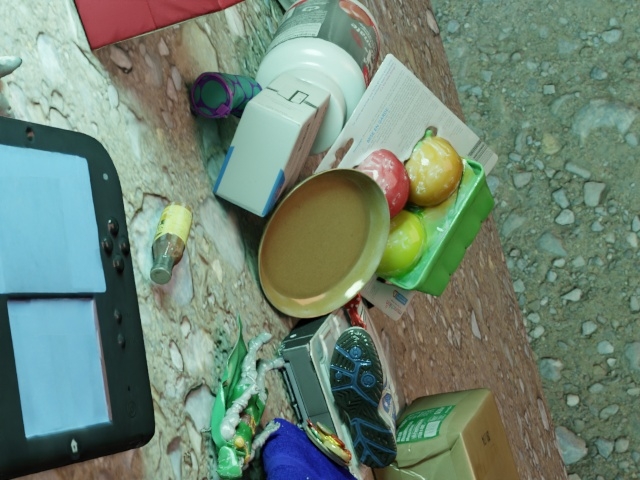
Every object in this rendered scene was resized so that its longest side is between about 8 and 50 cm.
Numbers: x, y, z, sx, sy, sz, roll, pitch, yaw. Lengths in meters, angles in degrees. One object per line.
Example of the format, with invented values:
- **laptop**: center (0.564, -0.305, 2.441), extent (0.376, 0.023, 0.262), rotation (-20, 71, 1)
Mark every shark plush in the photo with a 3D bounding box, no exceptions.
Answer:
- **shark plush**: center (-0.340, -0.145, 1.378), extent (0.161, 0.073, 0.067), rotation (-10, 102, -75)

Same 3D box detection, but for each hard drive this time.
- **hard drive**: center (0.034, 0.217, 2.225), extent (0.339, 0.064, 0.237), rotation (-44, 117, -69)

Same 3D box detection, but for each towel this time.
- **towel**: center (0.020, 0.341, 1.821), extent (0.228, 0.076, 0.308), rotation (49, 3, -11)

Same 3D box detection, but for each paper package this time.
- **paper package**: center (0.232, 0.435, 2.480), extent (0.325, 0.168, 0.310), rotation (-29, 102, -71)

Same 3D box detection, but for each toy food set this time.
- **toy food set**: center (0.012, 0.268, 1.922), extent (0.082, 0.020, 0.083), rotation (42, 3, 22)

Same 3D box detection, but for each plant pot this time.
- **plant pot**: center (0.000, 0.000, 2.121), extent (0.032, 0.236, 0.236), rotation (34, -18, 46)

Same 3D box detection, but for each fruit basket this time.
- **fruit basket**: center (0.109, -0.075, 2.284), extent (0.353, 0.165, 0.327), rotation (35, 84, -41)

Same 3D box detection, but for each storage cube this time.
- **storage cube**: center (-0.199, -0.360, 1.780), extent (0.215, 0.183, 0.193), rotation (-47, 121, -70)

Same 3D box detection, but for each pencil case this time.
- **pencil case**: center (-0.131, -0.202, 2.057), extent (0.070, 0.064, 0.151), rotation (63, 17, 3)

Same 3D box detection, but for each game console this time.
- **game console**: center (-0.276, 0.051, 1.419), extent (0.386, 0.060, 0.342), rotation (5, 71, -71)

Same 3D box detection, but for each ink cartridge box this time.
- **ink cartridge box**: center (-0.066, -0.140, 2.062), extent (0.203, 0.085, 0.148), rotation (-56, 170, -69)

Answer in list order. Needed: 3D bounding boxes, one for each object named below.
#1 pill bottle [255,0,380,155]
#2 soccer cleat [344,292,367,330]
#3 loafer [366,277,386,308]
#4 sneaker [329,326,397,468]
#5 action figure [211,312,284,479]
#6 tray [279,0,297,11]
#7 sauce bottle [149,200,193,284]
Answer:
- **pill bottle**: center (-0.007, -0.260, 2.297), extent (0.318, 0.176, 0.176), rotation (-73, 144, -58)
- **soccer cleat**: center (0.054, 0.105, 2.229), extent (0.035, 0.029, 0.083), rotation (-69, 144, -76)
- **loafer**: center (0.084, 0.044, 2.483), extent (0.220, 0.080, 0.078), rotation (-85, 153, -48)
- **sneaker**: center (0.062, 0.221, 2.096), extent (0.081, 0.080, 0.211), rotation (-68, 149, -71)
- **action figure**: center (-0.095, 0.218, 1.840), extent (0.232, 0.063, 0.137), rotation (-76, 150, -50)
- **tray**: center (-0.032, -0.419, 2.444), extent (0.270, 0.145, 0.030), rotation (49, 60, -54)
- **sauce bottle**: center (-0.184, 0.003, 1.765), extent (0.128, 0.042, 0.042), rotation (-81, 151, -54)
